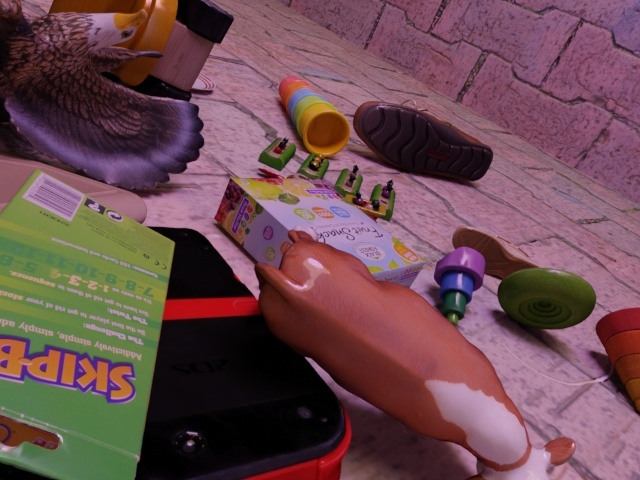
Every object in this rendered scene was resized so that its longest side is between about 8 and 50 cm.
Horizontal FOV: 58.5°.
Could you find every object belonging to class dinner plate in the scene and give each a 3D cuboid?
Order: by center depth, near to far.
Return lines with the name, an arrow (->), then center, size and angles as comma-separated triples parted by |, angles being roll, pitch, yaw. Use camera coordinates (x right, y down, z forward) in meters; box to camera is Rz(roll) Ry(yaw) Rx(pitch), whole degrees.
dinner plate -> -0.284, -0.335, 1.171 | 0.141, 0.017, 0.141 | 19, 25, -10

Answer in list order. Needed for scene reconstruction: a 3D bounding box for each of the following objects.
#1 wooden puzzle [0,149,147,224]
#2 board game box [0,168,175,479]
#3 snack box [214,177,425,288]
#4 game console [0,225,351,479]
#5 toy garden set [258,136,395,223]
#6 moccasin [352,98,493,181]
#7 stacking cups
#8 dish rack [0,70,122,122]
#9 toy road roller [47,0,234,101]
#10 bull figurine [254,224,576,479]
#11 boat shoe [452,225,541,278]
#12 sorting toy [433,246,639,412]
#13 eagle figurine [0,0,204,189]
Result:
wooden puzzle -> -0.313, -0.048, 0.511 | 0.239, 0.044, 0.221 | 23, 15, 12
board game box -> -0.162, 0.042, 0.361 | 0.124, 0.039, 0.259 | 31, 16, -23
snack box -> 0.000, 0.000, 0.716 | 0.207, 0.070, 0.175 | 42, 29, 28
game console -> -0.196, 0.082, 0.415 | 0.387, 0.060, 0.342 | 3, 27, -40
toy garden set -> 0.015, -0.105, 0.956 | 0.244, 0.049, 0.203 | 25, 25, 0
moccasin -> 0.226, -0.236, 1.300 | 0.380, 0.139, 0.147 | 4, 26, -33
stacking cups -> -0.022, -0.277, 1.220 | 0.096, 0.096, 0.316 | 14, 24, -22
dish rack -> -0.444, -0.246, 0.789 | 0.272, 0.074, 0.208 | 34, 26, 19
toy road roller -> -0.320, -0.376, 0.950 | 0.241, 0.202, 0.329 | 19, 22, -41
bull figurine -> 0.070, 0.102, 0.493 | 0.310, 0.101, 0.188 | 42, 0, -13
boat shoe -> 0.288, 0.022, 0.949 | 0.170, 0.063, 0.059 | 30, 21, -12
sorting toy -> 0.318, 0.128, 0.758 | 0.366, 0.127, 0.126 | 21, 55, -3
eagle figurine -> -0.280, -0.199, 0.646 | 0.225, 0.226, 0.298 | 13, -14, 16
